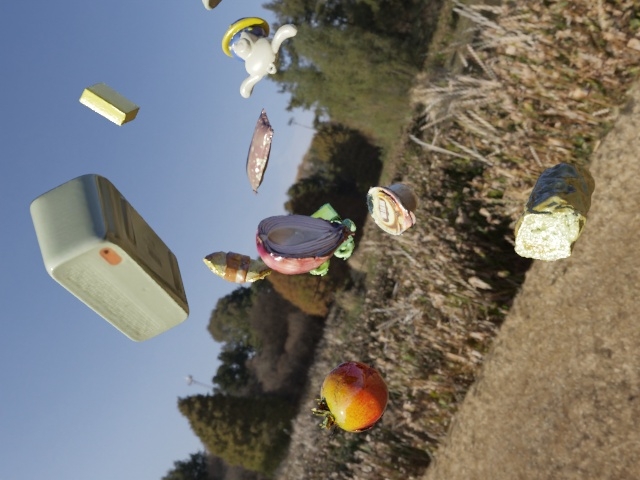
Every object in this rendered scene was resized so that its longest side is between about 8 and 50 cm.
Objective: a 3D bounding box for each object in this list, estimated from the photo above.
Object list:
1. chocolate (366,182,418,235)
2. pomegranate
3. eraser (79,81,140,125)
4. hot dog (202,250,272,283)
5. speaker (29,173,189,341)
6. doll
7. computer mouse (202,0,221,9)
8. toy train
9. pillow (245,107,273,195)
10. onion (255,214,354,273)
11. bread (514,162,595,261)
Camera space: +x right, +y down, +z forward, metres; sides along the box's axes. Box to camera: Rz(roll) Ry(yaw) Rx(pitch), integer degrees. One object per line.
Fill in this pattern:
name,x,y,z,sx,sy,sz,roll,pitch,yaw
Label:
chocolate,0.292,-0.139,2.013,0.147,0.221,0.221,-33,-19,-22
pomegranate,0.092,0.474,1.626,0.235,0.210,0.210,-29,-20,-22
eraser,-0.561,-0.365,1.449,0.045,0.122,0.097,-53,11,24
hot dog,-0.319,0.109,2.061,0.123,0.261,0.093,-79,8,-47
speaker,-0.445,0.057,1.201,0.184,0.183,0.406,62,176,34
doll,-0.224,-0.695,1.890,0.311,0.159,0.243,-29,59,34
computer mouse,-0.227,-0.619,1.261,0.182,0.056,0.089,-54,4,-21
toy train,0.000,0.000,2.019,0.271,0.188,0.159,-36,-39,0
pillow,-0.141,-0.200,1.236,0.118,0.043,0.185,-110,28,-48
onion,-0.041,0.018,1.541,0.227,0.283,0.120,-109,17,-52
bread,0.521,-0.076,1.198,0.152,0.130,0.268,-28,13,44
